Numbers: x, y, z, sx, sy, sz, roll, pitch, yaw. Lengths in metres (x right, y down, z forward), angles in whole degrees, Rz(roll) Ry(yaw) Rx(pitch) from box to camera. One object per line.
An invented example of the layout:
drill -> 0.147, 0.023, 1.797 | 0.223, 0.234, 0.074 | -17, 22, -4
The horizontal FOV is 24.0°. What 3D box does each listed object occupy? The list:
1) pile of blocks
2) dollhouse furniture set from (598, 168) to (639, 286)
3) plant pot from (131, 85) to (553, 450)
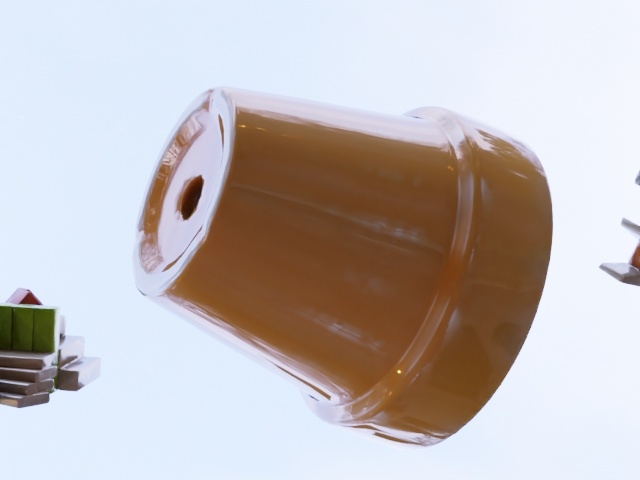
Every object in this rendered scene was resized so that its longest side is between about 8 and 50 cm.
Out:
pile of blocks -> -0.335, 0.091, 1.373 | 0.362, 0.149, 0.113 | -6, -80, -58
dollhouse furniture set -> 0.457, -0.030, 1.557 | 0.135, 0.259, 0.262 | 18, -78, -37
plant pot -> 0.000, 0.000, 0.884 | 0.188, 0.205, 0.205 | 21, -87, -24
